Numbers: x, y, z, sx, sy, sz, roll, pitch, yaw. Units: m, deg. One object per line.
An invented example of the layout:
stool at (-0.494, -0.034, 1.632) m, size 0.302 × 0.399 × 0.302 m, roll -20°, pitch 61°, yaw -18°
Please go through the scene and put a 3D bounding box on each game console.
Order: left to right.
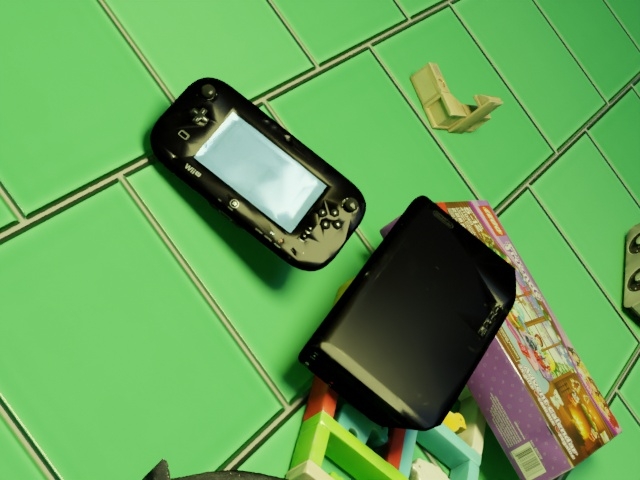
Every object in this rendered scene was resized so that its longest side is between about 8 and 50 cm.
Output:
game console at (0.000, 0.000, 1.163) m, size 0.361 × 0.044 × 0.213 m, roll 38°, pitch 53°, yaw -1°

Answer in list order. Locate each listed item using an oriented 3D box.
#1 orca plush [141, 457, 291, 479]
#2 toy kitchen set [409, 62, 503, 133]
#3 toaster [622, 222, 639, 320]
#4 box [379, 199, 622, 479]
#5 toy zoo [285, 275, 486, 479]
orca plush at (-0.044, 0.236, 0.982) m, size 0.287 × 0.102 × 0.151 m, roll 17°, pitch 94°, yaw -28°
toy kitchen set at (0.169, -0.178, 1.551) m, size 0.083 × 0.068 × 0.075 m, roll 0°, pitch 62°, yaw -50°
toaster at (0.487, 0.068, 1.685) m, size 0.185 × 0.110 × 0.168 m, roll 42°, pitch 38°, yaw -18°
box at (0.189, 0.095, 1.325) m, size 0.293 × 0.057 × 0.201 m, roll 61°, pitch 24°, yaw 11°
toy zoo at (0.075, 0.160, 1.198) m, size 0.192 × 0.030 × 0.293 m, roll 40°, pitch 37°, yaw -20°
